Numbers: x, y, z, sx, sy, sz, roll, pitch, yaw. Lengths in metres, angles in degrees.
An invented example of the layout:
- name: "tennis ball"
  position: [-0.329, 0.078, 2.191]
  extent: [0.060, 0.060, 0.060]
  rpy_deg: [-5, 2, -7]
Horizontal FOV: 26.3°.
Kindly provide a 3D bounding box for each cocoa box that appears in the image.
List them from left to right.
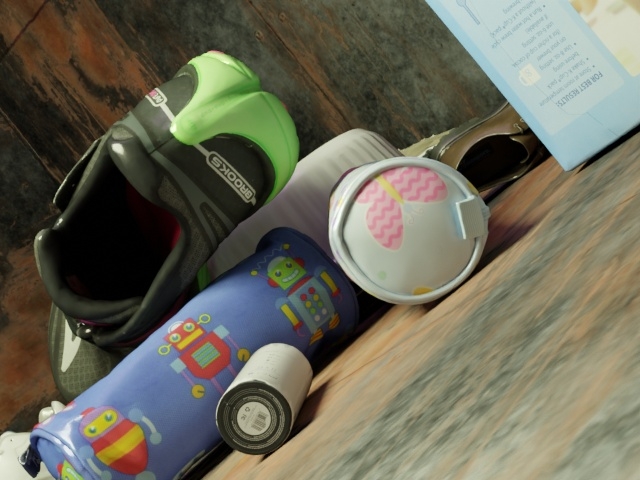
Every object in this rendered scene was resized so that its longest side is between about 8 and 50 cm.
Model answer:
- name: "cocoa box"
  position: [0.282, -0.261, 1.078]
  extent: [0.347, 0.231, 0.228]
  rpy_deg: [-38, 3, 42]

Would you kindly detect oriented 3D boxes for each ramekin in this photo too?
- name: "ramekin"
  position: [0.000, 0.000, 1.408]
  extent: [0.273, 0.127, 0.273]
  rpy_deg: [-39, -6, -5]

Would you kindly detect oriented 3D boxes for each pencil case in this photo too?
- name: "pencil case"
  position: [-0.104, 0.121, 1.168]
  extent: [0.306, 0.119, 0.133]
  rpy_deg: [-40, -19, -27]
- name: "pencil case"
  position: [0.067, -0.012, 1.138]
  extent: [0.124, 0.114, 0.273]
  rpy_deg: [3, 2, 1]

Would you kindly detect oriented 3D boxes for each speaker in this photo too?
- name: "speaker"
  position: [-0.039, 0.114, 1.015]
  extent: [0.055, 0.055, 0.136]
  rpy_deg: [-39, 2, 8]

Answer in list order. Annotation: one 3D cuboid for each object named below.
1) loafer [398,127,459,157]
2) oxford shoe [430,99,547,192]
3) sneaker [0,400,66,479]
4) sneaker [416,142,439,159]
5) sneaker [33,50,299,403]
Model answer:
- name: "loafer"
  position: [0.124, -0.073, 1.779]
  extent: [0.092, 0.102, 0.268]
  rpy_deg: [-39, 11, -35]
- name: "oxford shoe"
  position: [0.223, -0.117, 1.403]
  extent: [0.227, 0.083, 0.096]
  rpy_deg: [-39, 20, 8]
- name: "sneaker"
  position: [-0.376, 0.311, 1.655]
  extent: [0.111, 0.129, 0.297]
  rpy_deg: [-35, 6, 41]
- name: "sneaker"
  position: [0.112, -0.050, 1.626]
  extent: [0.234, 0.078, 0.106]
  rpy_deg: [-41, 4, 8]
- name: "sneaker"
  position: [-0.190, 0.016, 1.265]
  extent: [0.202, 0.185, 0.483]
  rpy_deg: [-32, -19, -39]
